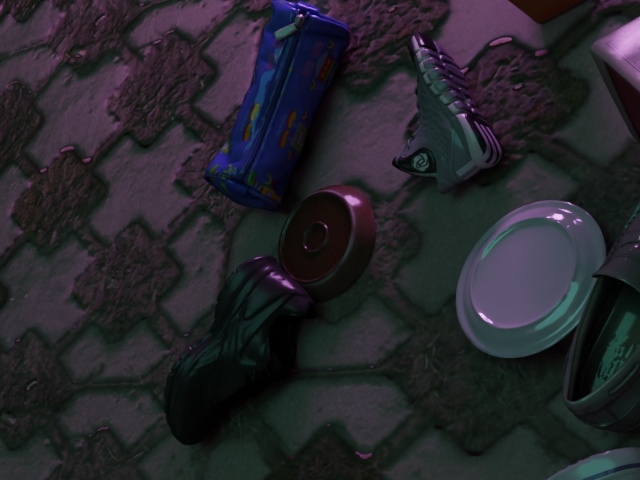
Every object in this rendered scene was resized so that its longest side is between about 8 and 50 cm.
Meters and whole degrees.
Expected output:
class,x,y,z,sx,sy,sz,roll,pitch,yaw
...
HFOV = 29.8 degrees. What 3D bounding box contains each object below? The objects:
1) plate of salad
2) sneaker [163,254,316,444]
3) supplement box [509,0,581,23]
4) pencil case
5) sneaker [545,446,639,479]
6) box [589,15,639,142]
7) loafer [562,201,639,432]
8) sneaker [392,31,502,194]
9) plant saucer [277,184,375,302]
class,x,y,z,sx,sy,sz,roll,pitch,yaw
plate of salad,0.243,0.046,1.381,0.200,0.048,0.199,-26,46,31
sneaker,-0.109,0.165,1.613,0.130,0.109,0.286,36,105,27
supplement box,0.224,-0.347,1.429,0.078,0.233,0.080,-25,60,33
pencil case,-0.060,-0.195,1.697,0.119,0.133,0.306,21,87,12
sneaker,0.256,0.336,1.222,0.282,0.102,0.161,-48,50,31
box,0.389,-0.147,1.192,0.149,0.126,0.232,-29,25,7
loafer,0.341,0.045,1.247,0.112,0.111,0.319,17,85,44
sneaker,0.131,-0.155,1.541,0.132,0.086,0.228,-41,51,25
plant saucer,0.000,0.000,1.632,0.168,0.029,0.168,-17,63,36
